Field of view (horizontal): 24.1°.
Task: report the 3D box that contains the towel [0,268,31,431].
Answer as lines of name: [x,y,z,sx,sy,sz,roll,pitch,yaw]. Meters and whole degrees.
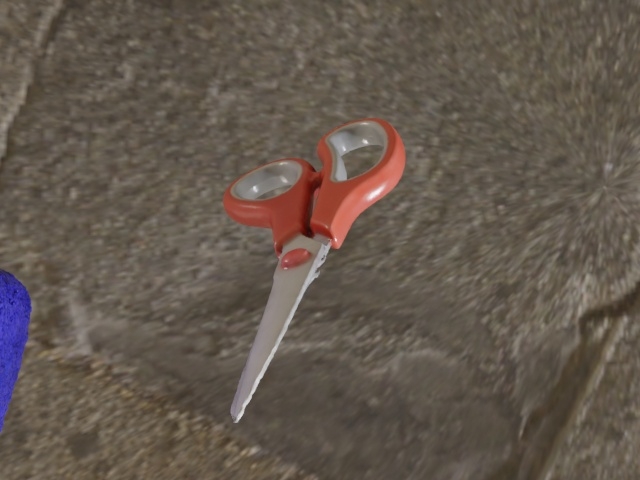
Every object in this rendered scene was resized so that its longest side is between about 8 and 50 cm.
towel: [-0.210,0.118,0.644,0.076,0.308,0.227,25,92,4]

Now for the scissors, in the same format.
scissors: [0.000,0.000,0.752,0.109,0.297,0.021,-20,110,5]
